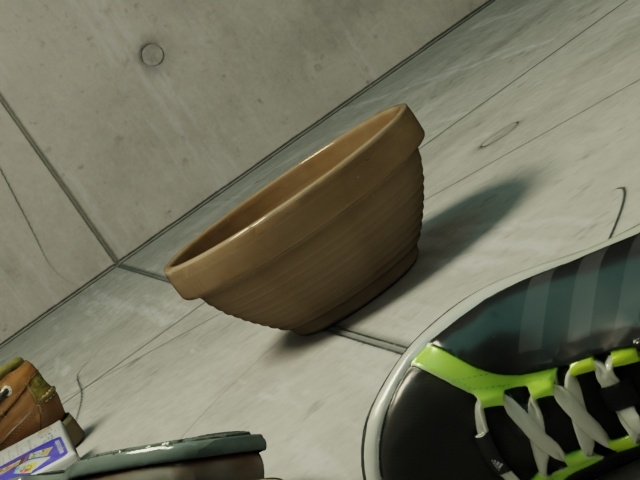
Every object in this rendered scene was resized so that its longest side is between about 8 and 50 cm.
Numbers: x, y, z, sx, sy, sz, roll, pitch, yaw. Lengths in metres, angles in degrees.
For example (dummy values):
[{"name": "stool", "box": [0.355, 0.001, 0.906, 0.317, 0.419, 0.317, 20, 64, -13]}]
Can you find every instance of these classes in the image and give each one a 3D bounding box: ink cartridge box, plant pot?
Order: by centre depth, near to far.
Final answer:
[{"name": "plant pot", "box": [0.000, 0.000, 1.273, 0.237, 0.110, 0.237, -34, 6, 4]}, {"name": "ink cartridge box", "box": [-0.288, 0.220, 1.284, 0.208, 0.045, 0.206, -26, 7, -11]}]

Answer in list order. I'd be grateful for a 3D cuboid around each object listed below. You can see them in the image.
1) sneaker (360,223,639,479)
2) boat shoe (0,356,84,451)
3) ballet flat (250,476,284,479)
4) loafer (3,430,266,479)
[{"name": "sneaker", "box": [0.116, 0.041, 0.601, 0.234, 0.084, 0.097, -34, 9, 3]}, {"name": "boat shoe", "box": [-0.370, 0.227, 1.463, 0.307, 0.104, 0.110, -37, 8, -19]}, {"name": "ballet flat", "box": [-0.078, 0.178, 0.773, 0.173, 0.057, 0.049, -37, 48, -15]}, {"name": "loafer", "box": [-0.117, 0.167, 0.924, 0.096, 0.084, 0.267, 0, -14, -40]}]
